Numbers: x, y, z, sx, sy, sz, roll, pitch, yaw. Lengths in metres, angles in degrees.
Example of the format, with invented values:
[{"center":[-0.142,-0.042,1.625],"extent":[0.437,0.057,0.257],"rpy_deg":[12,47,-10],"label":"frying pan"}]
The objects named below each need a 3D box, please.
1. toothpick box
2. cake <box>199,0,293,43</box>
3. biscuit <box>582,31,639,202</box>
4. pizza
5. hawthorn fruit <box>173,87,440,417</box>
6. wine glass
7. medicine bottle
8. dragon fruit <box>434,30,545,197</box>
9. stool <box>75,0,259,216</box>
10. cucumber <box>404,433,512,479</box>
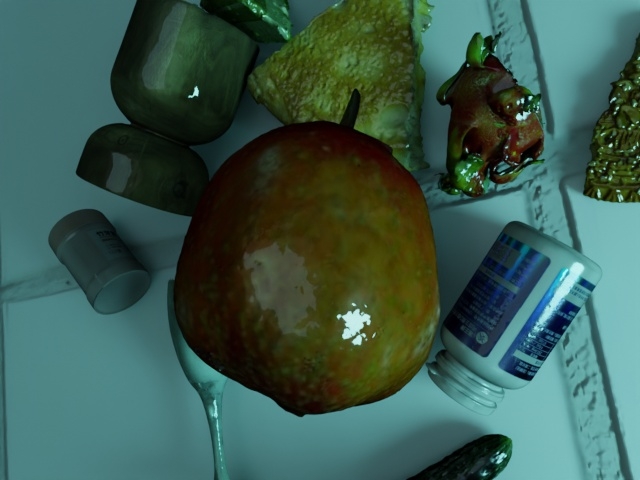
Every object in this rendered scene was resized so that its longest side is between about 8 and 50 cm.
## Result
[{"center":[-0.351,0.033,0.848],"extent":[0.149,0.098,0.098],"rpy_deg":[46,104,23],"label":"toothpick box"},{"center":[-0.099,-0.294,0.697],"extent":[0.099,0.100,0.235],"rpy_deg":[-45,30,23],"label":"cake"},{"center":[0.361,-0.130,0.552],"extent":[0.126,0.025,0.206],"rpy_deg":[20,94,27],"label":"biscuit"},{"center":[0.073,-0.239,0.685],"extent":[0.280,0.075,0.287],"rpy_deg":[38,100,20],"label":"pizza"},{"center":[0.000,0.000,0.590],"extent":[0.285,0.285,0.368],"rpy_deg":[5,75,27],"label":"hawthorn fruit"},{"center":[-0.068,0.187,0.730],"extent":[0.265,0.096,0.309],"rpy_deg":[-9,79,2],"label":"wine glass"},{"center":[0.197,0.084,0.565],"extent":[0.107,0.107,0.191],"rpy_deg":[35,100,25],"label":"medicine bottle"},{"center":[0.184,-0.119,0.579],"extent":[0.142,0.138,0.175],"rpy_deg":[30,111,3],"label":"dragon fruit"},{"center":[-0.215,-0.187,0.760],"extent":[0.179,0.179,0.264],"rpy_deg":[23,95,27],"label":"stool"},{"center":[0.129,0.284,0.611],"extent":[0.215,0.052,0.058],"rpy_deg":[-37,35,17],"label":"cucumber"}]
